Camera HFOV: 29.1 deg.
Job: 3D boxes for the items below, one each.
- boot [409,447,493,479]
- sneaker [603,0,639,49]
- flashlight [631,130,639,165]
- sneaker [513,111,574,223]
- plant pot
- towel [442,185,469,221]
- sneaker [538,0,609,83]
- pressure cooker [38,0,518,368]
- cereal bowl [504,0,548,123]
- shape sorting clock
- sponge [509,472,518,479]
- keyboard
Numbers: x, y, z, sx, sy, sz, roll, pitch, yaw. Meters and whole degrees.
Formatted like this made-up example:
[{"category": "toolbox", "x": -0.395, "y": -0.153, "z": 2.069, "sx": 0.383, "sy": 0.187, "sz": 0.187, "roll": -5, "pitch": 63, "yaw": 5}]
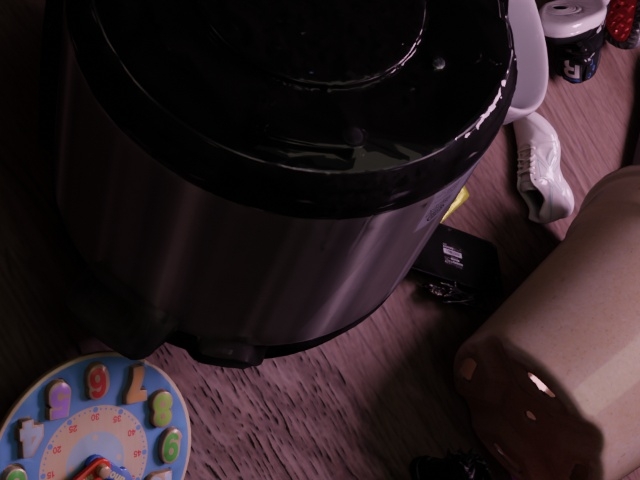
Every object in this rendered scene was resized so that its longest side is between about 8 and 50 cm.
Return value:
[{"category": "boot", "x": 0.155, "y": 0.286, "z": 1.364, "sx": 0.045, "sy": 0.099, "sz": 0.121, "roll": -24, "pitch": 96, "yaw": -38}, {"category": "sneaker", "x": 0.462, "y": -0.384, "z": 1.751, "sx": 0.125, "sy": 0.104, "sz": 0.262, "roll": 20, "pitch": 69, "yaw": -36}, {"category": "flashlight", "x": 0.485, "y": -0.130, "z": 1.709, "sx": 0.103, "sy": 0.103, "sz": 0.304, "roll": 19, "pitch": 70, "yaw": 2}, {"category": "sneaker", "x": 0.276, "y": -0.093, "z": 1.572, "sx": 0.061, "sy": 0.054, "sz": 0.152, "roll": -23, "pitch": 96, "yaw": -37}, {"category": "plant pot", "x": 0.335, "y": 0.129, "z": 1.427, "sx": 0.305, "sy": 0.334, "sz": 0.334, "roll": -34, "pitch": 102, "yaw": -27}, {"category": "towel", "x": 0.088, "y": -0.124, "z": 1.452, "sx": 0.102, "sy": 0.021, "sz": 0.237, "roll": -40, "pitch": 107, "yaw": -32}, {"category": "sneaker", "x": 0.330, "y": -0.252, "z": 1.595, "sx": 0.217, "sy": 0.079, "sz": 0.121, "roll": -43, "pitch": 139, "yaw": -55}, {"category": "pressure cooker", "x": -0.057, "y": -0.092, "z": 1.092, "sx": 0.370, "sy": 0.420, "sz": 0.375, "roll": -6, "pitch": 64, "yaw": -17}, {"category": "cereal bowl", "x": 0.119, "y": -0.273, "z": 1.399, "sx": 0.339, "sy": 0.141, "sz": 0.339, "roll": 34, "pitch": 44, "yaw": -42}, {"category": "shape sorting clock", "x": -0.202, "y": 0.200, "z": 1.105, "sx": 0.206, "sy": 0.040, "sz": 0.206, "roll": -15, "pitch": 114, "yaw": -37}, {"category": "sponge", "x": 0.306, "y": 0.346, "z": 1.516, "sx": 0.117, "sy": 0.031, "sz": 0.210, "roll": -22, "pitch": 95, "yaw": -39}, {"category": "keyboard", "x": 0.145, "y": 0.032, "z": 1.458, "sx": 0.192, "sy": 0.038, "sz": 0.100, "roll": 18, "pitch": 59, "yaw": -42}]
